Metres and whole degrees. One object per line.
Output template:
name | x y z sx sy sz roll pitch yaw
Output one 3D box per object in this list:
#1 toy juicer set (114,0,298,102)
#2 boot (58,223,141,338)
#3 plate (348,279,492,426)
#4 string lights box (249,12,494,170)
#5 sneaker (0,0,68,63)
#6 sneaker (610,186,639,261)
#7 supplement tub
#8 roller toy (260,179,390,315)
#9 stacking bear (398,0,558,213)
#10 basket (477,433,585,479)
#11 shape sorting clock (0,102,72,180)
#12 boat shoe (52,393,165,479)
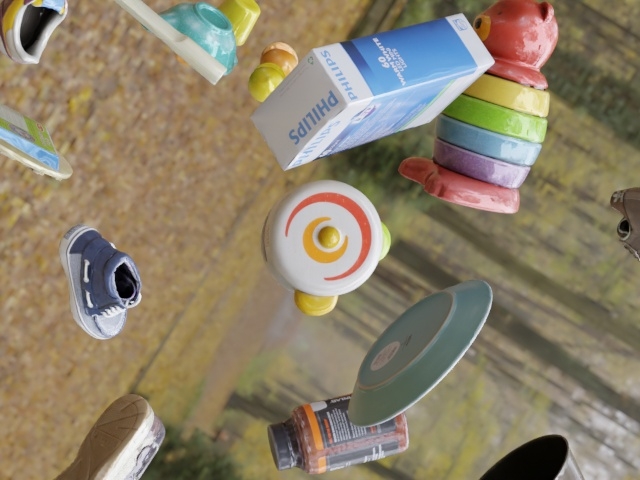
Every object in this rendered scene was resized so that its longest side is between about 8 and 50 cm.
toy juicer set | -0.155 -0.266 1.925 0.089 0.209 0.329 -48 165 26
boot | -0.247 0.067 1.558 0.069 0.086 0.190 -44 148 -24
plate | 0.088 0.101 1.283 0.188 0.024 0.188 -42 -166 13
string lights box | 0.062 -0.168 1.485 0.260 0.076 0.133 -21 165 -45
sneaker | -0.274 -0.266 1.326 0.070 0.084 0.185 5 111 -40
sneaker | 0.357 -0.005 1.425 0.066 0.071 0.188 -63 150 -21
supplement tub | 0.024 0.283 1.965 0.106 0.198 0.106 168 -90 -79
roller toy | 0.000 0.000 2.191 0.209 0.191 0.146 -42 -175 -10
stacking bear | 0.242 -0.197 1.845 0.175 0.164 0.289 -135 -120 -67
basket | 0.322 0.417 1.827 0.204 0.227 0.154 -43 -164 -25
shape sorting clock | -0.416 -0.142 1.752 0.040 0.206 0.206 -58 179 9
boat shoe | -0.309 0.345 1.811 0.103 0.092 0.285 17 -115 45
